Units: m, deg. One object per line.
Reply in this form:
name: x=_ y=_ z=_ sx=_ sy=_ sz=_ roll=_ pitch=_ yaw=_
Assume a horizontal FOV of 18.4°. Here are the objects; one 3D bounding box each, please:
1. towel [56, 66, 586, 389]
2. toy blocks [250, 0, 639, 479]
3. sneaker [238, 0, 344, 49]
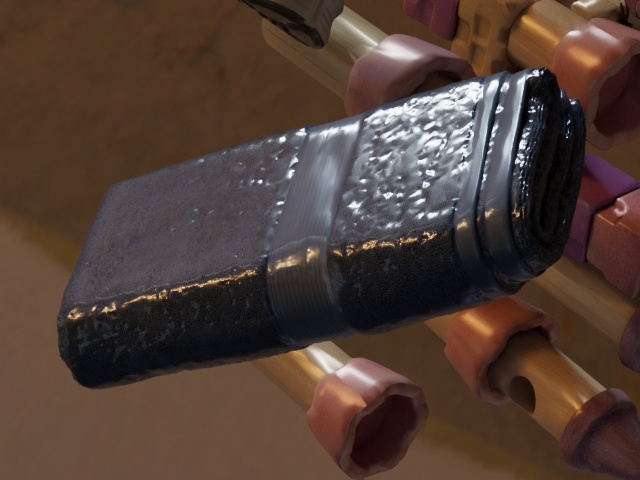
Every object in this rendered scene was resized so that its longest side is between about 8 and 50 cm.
towel: x=0.000 y=0.000 z=0.445 sx=0.119 sy=0.067 sz=0.029 roll=-14 pitch=-56 yaw=25
toy blocks: x=0.149 y=-0.012 z=1.122 sx=0.260 sy=0.309 sz=0.288 roll=38 pitch=-43 yaw=37
sneaker: x=-0.030 y=-0.168 z=0.979 sx=0.081 sy=0.208 sz=0.094 roll=29 pitch=-84 yaw=-39
